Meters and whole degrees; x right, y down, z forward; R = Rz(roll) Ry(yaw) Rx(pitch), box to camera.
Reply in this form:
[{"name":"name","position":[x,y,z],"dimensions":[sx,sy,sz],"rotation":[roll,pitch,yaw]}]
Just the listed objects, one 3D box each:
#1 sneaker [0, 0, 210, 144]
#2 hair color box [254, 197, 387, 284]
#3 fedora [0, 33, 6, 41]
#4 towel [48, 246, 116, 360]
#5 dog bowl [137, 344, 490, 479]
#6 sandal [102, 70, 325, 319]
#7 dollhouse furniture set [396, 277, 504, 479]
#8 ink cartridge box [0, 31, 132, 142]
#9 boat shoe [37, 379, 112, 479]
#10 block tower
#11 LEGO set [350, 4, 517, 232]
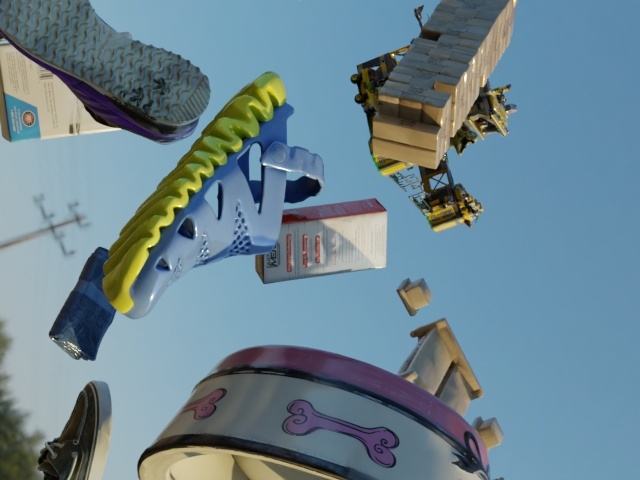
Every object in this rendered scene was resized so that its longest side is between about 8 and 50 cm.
[{"name":"sneaker","position":[-0.270,-0.201,1.408],"dimensions":[0.293,0.102,0.146],"rotation":[35,-21,0]},{"name":"hair color box","position":[0.000,0.000,1.312],"dimensions":[0.043,0.141,0.072],"rotation":[-128,-146,-60]},{"name":"fedora","position":[-0.481,-0.395,1.695],"dimensions":[0.334,0.334,0.152],"rotation":[67,-25,13]},{"name":"towel","position":[-0.254,0.071,1.342],"dimensions":[0.029,0.119,0.067],"rotation":[9,-27,36]},{"name":"dog bowl","position":[0.009,0.269,1.364],"dimensions":[0.408,0.408,0.150],"rotation":[109,2,-60]},{"name":"sandal","position":[-0.094,-0.033,1.213],"dimensions":[0.138,0.317,0.126],"rotation":[45,-32,-12]},{"name":"dollhouse furniture set","position":[0.114,0.280,1.717],"dimensions":[0.355,0.174,0.303],"rotation":[62,25,-8]},{"name":"ink cartridge box","position":[-0.387,-0.236,1.834],"dimensions":[0.086,0.203,0.148],"rotation":[-161,-116,-65]},{"name":"boat shoe","position":[-0.311,0.278,1.490],"dimensions":[0.078,0.070,0.219],"rotation":[-17,-119,58]},{"name":"block tower","position":[0.175,-0.239,1.619],"dimensions":[0.097,0.335,0.091],"rotation":[16,-42,17]},{"name":"LEGO set","position":[0.201,-0.174,1.829],"dimensions":[0.331,0.192,0.255],"rotation":[47,29,-49]}]
